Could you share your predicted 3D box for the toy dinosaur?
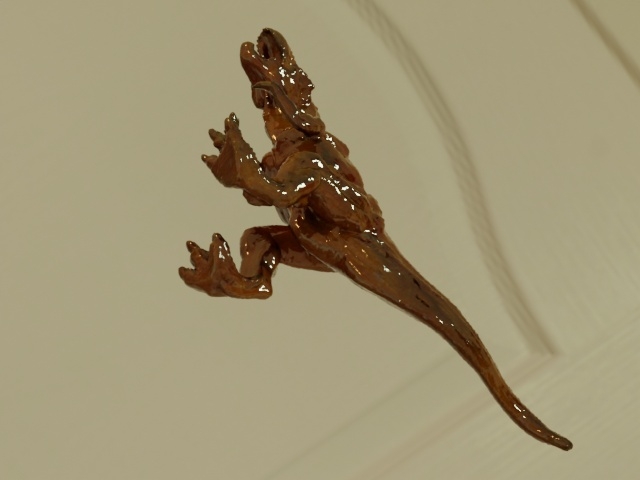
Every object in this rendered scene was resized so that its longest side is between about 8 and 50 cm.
[{"bbox_3d":[0.000,0.000,0.982,0.097,0.208,0.432,-47,-121,35],"label":"toy dinosaur"}]
